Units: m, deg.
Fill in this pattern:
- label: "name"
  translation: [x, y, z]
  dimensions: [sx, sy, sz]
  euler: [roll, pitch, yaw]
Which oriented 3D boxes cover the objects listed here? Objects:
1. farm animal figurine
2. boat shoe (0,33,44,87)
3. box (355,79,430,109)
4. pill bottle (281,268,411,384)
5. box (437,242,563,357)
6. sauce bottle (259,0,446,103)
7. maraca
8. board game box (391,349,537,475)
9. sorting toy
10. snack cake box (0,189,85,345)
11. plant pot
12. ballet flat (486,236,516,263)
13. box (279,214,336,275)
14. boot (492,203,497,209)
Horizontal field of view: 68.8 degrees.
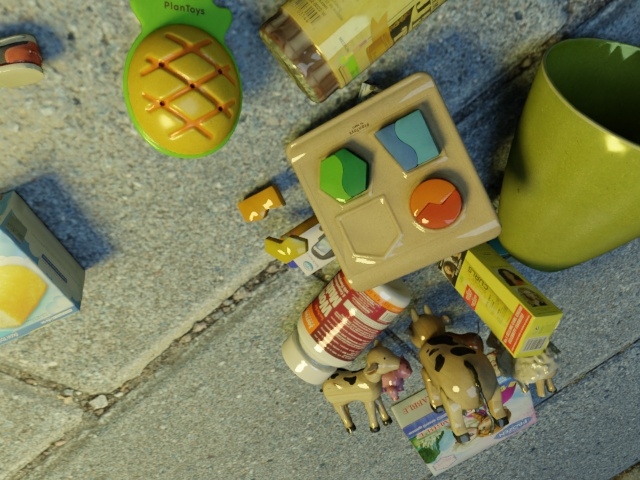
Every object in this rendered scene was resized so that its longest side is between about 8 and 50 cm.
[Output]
- label: "farm animal figurine"
  translation: [0.184, 0.214, 0.814]
  dimensions: [0.330, 0.327, 0.172]
  euler: [-22, 99, -22]
- label: "boat shoe"
  translation: [-0.353, -0.176, 0.470]
  dimensions: [0.137, 0.049, 0.043]
  euler: [-13, 86, -8]
- label: "box"
  translation: [0.084, -0.136, 0.639]
  dimensions: [0.094, 0.027, 0.137]
  euler: [23, 122, 10]
- label: "pill bottle"
  translation: [0.038, 0.134, 0.791]
  dimensions: [0.121, 0.121, 0.221]
  euler: [28, 111, -34]
- label: "box"
  translation: [0.282, 0.078, 0.768]
  dimensions: [0.058, 0.232, 0.087]
  euler: [-3, 124, -20]
- label: "sauce bottle"
  translation: [0.095, -0.295, 0.502]
  dimensions: [0.344, 0.111, 0.111]
  euler: [-38, 129, 8]
- label: "maraca"
  translation: [-0.148, -0.183, 0.509]
  dimensions: [0.127, 0.099, 0.185]
  euler: [-4, 101, -28]
- label: "board game box"
  translation: [0.373, 0.439, 1.175]
  dimensions: [0.319, 0.066, 0.318]
  euler: [-30, 130, 2]
- label: "sorting toy"
  translation: [0.047, -0.045, 0.614]
  dimensions: [0.307, 0.041, 0.229]
  euler: [-25, 96, 18]
- label: "snack cake box"
  translation: [-0.459, 0.065, 0.577]
  dimensions: [0.264, 0.089, 0.152]
  euler: [-24, 130, -3]
- label: "plant pot"
  translation: [0.389, -0.089, 0.690]
  dimensions: [0.275, 0.275, 0.293]
  euler: [-6, 142, -16]
- label: "ballet flat"
  translation: [0.388, -0.003, 0.868]
  dimensions: [0.213, 0.072, 0.068]
  euler: [-15, 156, -8]
- label: "box"
  translation: [0.000, 0.000, 0.739]
  dimensions: [0.136, 0.028, 0.081]
  euler: [-34, 129, 4]
- label: "boot"
  translation: [0.181, -0.054, 0.732]
  dimensions: [0.219, 0.082, 0.106]
  euler: [23, 112, -34]
